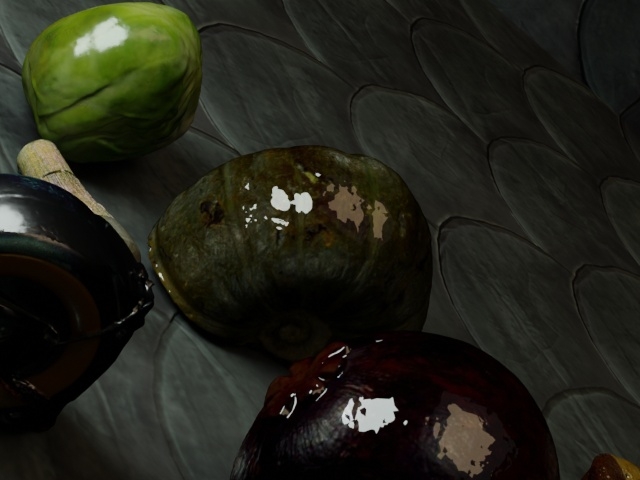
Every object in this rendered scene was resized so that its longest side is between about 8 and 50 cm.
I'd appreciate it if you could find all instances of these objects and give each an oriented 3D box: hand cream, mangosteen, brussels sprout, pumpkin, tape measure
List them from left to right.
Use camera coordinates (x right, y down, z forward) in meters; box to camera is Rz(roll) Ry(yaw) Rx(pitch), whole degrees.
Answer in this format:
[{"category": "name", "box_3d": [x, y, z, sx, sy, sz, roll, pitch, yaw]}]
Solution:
[{"category": "tape measure", "box_3d": [-0.258, 0.051, 1.346, 0.223, 0.202, 0.135, 31, 24, -34]}, {"category": "hand cream", "box_3d": [-0.253, -0.032, 1.636, 0.084, 0.084, 0.203, 15, 31, -44]}, {"category": "brussels sprout", "box_3d": [-0.220, -0.177, 1.764, 0.161, 0.223, 0.223, 56, 28, 14]}, {"category": "pumpkin", "box_3d": [0.000, 0.000, 1.773, 0.325, 0.232, 0.242, 27, 26, -36]}, {"category": "mangosteen", "box_3d": [0.086, 0.244, 1.431, 0.347, 0.307, 0.307, 49, 22, -17]}]

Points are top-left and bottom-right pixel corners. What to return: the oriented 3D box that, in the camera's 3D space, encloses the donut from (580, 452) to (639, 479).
[{"category": "donut", "box_3d": [0.372, 0.341, 1.931, 0.166, 0.073, 0.184, 8, 40, -49]}]
